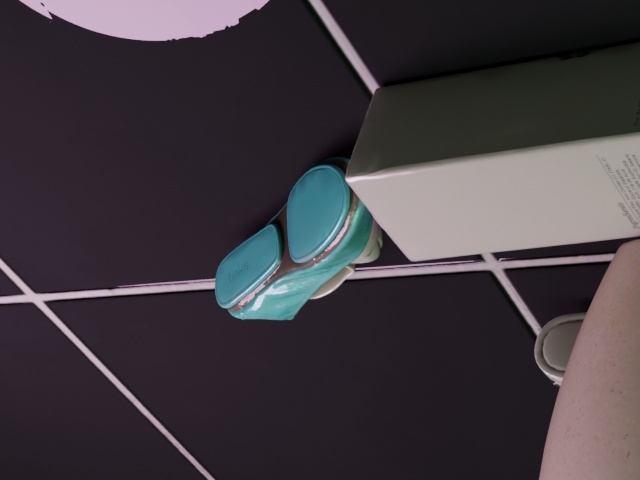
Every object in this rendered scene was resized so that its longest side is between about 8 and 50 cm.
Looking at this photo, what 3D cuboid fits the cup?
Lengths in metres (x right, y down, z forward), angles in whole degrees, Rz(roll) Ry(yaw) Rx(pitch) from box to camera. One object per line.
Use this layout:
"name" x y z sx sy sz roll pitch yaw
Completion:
"cup" 0.303 0.112 1.281 0.331 0.237 0.331 -5 176 0

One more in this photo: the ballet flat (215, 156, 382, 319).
"ballet flat" 0.000 0.000 1.497 0.087 0.083 0.247 6 155 -27

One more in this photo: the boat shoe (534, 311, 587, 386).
"boat shoe" 0.292 0.102 1.488 0.227 0.081 0.069 4 154 26

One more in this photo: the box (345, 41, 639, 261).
"box" 0.165 -0.062 1.290 0.275 0.094 0.113 -5 140 33
